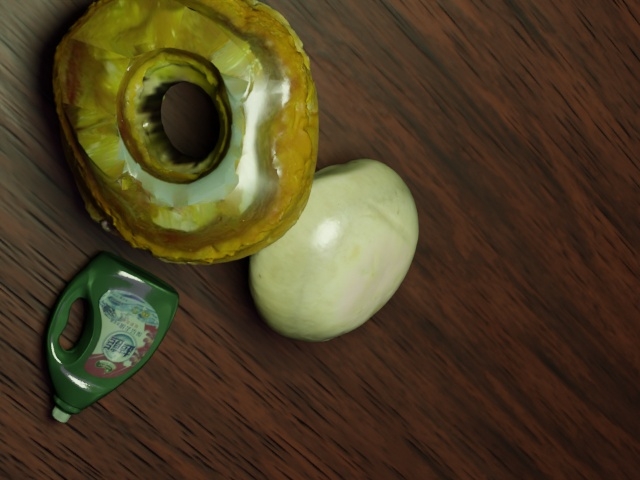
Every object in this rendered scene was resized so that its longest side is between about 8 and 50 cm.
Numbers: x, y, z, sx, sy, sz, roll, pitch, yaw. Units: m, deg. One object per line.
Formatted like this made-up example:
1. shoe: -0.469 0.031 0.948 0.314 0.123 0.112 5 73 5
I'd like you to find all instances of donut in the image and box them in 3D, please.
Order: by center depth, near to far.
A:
1. donut: -0.147 -0.135 1.616 0.330 0.160 0.330 0 90 1

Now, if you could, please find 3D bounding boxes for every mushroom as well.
1. mushroom: 0.000 0.000 1.779 0.246 0.202 0.246 -44 161 -19

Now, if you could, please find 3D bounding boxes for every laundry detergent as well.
1. laundry detergent: -0.275 0.125 1.773 0.137 0.063 0.211 31 96 -25
